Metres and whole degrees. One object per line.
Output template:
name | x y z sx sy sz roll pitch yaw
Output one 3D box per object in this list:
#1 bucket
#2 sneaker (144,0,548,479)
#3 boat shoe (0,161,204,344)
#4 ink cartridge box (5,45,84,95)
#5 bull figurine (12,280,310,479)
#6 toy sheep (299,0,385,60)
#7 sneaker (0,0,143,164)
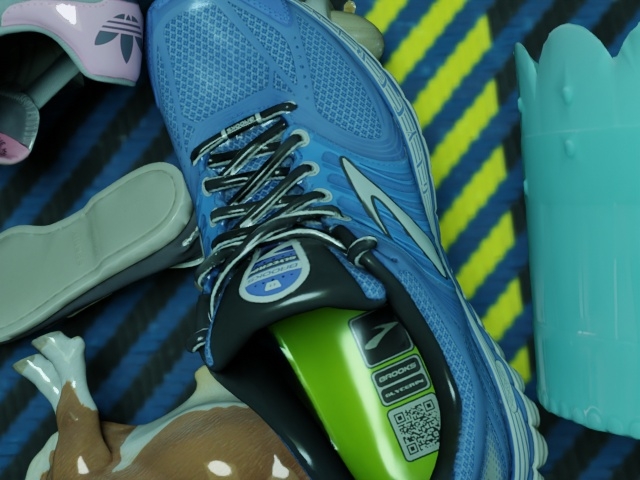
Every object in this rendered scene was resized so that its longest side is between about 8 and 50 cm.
bucket | 0.229 -0.006 0.537 0.281 0.281 0.183 0 92 7
sneaker | 0.000 0.000 0.530 0.130 0.147 0.330 -33 74 14
boat shoe | -0.145 0.022 0.669 0.206 0.065 0.075 -25 56 24
ink cartridge box | -0.185 -0.153 0.692 0.029 0.063 0.115 -17 84 3
bull figurine | -0.089 0.132 0.637 0.310 0.101 0.188 -20 80 -4
toy sheep | -0.025 -0.104 0.660 0.132 0.091 0.091 -12 84 10
sneaker | -0.225 -0.089 0.617 0.319 0.112 0.131 -24 77 35
